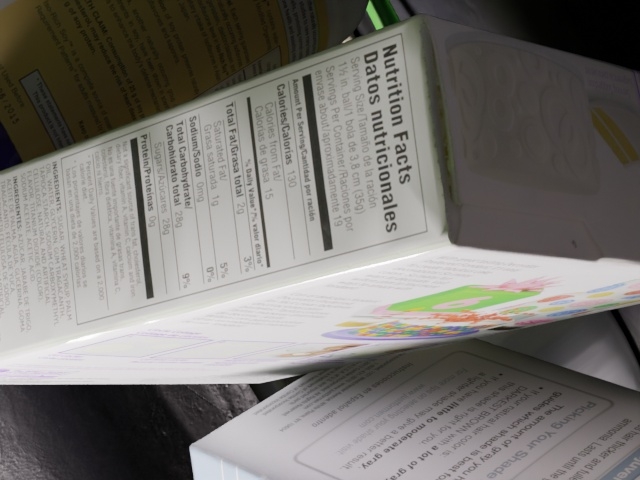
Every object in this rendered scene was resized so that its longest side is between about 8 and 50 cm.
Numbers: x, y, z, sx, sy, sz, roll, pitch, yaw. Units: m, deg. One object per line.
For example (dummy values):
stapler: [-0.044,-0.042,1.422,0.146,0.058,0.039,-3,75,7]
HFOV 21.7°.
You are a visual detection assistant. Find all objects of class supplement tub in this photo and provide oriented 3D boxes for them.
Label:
supplement tub: [-0.121,-0.169,0.946,0.241,0.331,0.241,53,167,18]

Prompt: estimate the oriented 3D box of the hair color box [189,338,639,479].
hair color box: [0.130,0.165,0.860,0.374,0.185,0.113,16,123,41]

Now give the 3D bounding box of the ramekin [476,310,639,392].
ramekin: [0.108,0.085,1.174,0.277,0.135,0.277,52,166,18]

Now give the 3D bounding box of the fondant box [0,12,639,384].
fondant box: [0.000,0.000,0.793,0.330,0.238,0.096,-14,77,40]

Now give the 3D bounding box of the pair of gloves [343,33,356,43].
pair of gloves: [-0.027,-0.153,1.311,0.240,0.042,0.204,39,159,56]

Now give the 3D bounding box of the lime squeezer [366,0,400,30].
lime squeezer: [0.099,-0.078,1.029,0.310,0.059,0.110,47,135,43]
